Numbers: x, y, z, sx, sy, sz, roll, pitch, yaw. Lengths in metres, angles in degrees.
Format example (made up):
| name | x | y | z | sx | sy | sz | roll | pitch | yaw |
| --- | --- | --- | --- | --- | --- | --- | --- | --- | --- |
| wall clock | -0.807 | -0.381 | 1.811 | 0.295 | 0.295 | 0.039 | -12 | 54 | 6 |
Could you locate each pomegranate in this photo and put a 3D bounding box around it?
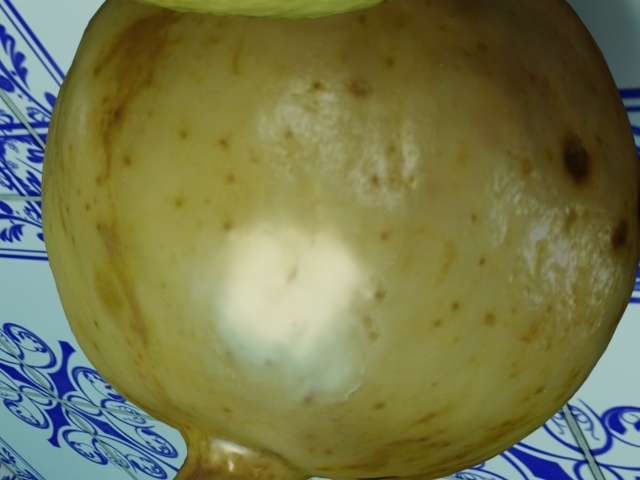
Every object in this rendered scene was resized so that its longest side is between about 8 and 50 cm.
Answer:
| name | x | y | z | sx | sy | sz | roll | pitch | yaw |
| --- | --- | --- | --- | --- | --- | --- | --- | --- | --- |
| pomegranate | 0.000 | 0.000 | 0.667 | 0.410 | 0.410 | 0.410 | 22 | 147 | 15 |

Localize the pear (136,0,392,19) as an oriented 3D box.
| name | x | y | z | sx | sy | sz | roll | pitch | yaw |
| --- | --- | --- | --- | --- | --- | --- | --- | --- | --- |
| pear | -0.022 | -0.256 | 0.405 | 0.348 | 0.348 | 0.348 | 22 | 147 | 15 |
